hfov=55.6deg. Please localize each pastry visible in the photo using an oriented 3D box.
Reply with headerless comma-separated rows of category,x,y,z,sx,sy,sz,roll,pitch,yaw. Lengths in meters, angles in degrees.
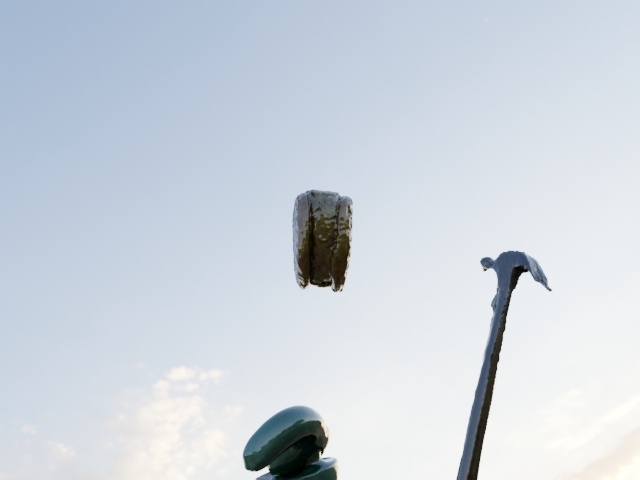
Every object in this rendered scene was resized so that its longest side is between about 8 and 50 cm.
pastry,0.000,0.000,0.583,0.057,0.109,0.097,4,-88,-3

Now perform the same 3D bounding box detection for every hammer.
hammer,0.195,0.154,0.705,0.027,0.297,0.125,20,-11,-18

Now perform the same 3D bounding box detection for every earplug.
earplug,-0.039,0.420,1.061,0.164,0.280,0.257,-14,-2,-11
